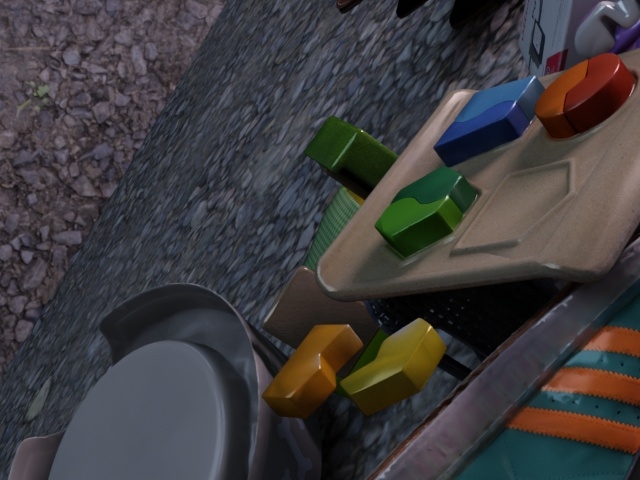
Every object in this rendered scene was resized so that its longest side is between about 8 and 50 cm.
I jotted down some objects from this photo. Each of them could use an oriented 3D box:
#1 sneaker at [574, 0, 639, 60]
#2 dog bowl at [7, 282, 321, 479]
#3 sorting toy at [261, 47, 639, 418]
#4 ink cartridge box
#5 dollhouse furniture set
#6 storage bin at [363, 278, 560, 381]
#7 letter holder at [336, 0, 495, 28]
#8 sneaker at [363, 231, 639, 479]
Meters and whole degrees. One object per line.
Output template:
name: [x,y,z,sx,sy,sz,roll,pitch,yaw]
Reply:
sneaker: [0.283,-0.168,0.826,0.236,0.104,0.095,-43,-17,26]
dog bowl: [-0.140,0.216,1.119,0.349,0.102,0.349,-28,48,35]
sorting toy: [0.093,-0.017,0.780,0.229,0.041,0.307,-5,39,50]
ink cartridge box: [0.204,-0.173,1.007,0.150,0.063,0.109,-94,8,-60]
dollhouse furniture set: [0.000,0.000,1.172,0.197,0.151,0.301,-57,18,2]
storage bin: [0.095,0.027,0.935,0.084,0.122,0.180,-54,19,10]
letter holder: [0.170,-0.331,1.283,0.302,0.152,0.214,-36,30,47]
sneaker: [0.156,0.096,0.731,0.302,0.121,0.108,-42,-6,-8]
